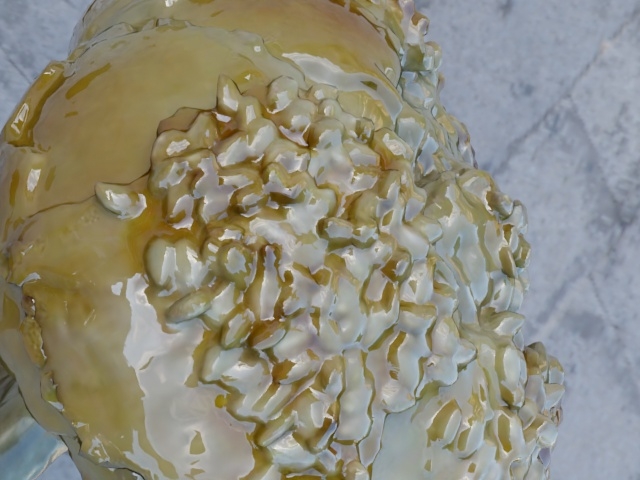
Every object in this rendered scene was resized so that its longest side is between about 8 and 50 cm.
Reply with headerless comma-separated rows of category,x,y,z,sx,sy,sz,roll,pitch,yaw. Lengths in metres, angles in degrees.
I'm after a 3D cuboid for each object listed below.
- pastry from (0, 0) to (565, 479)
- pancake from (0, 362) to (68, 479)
pastry,0.000,0.000,0.489,0.162,0.311,0.255,-31,119,21
pancake,-0.298,0.135,0.803,0.294,0.294,0.049,-31,120,-28
